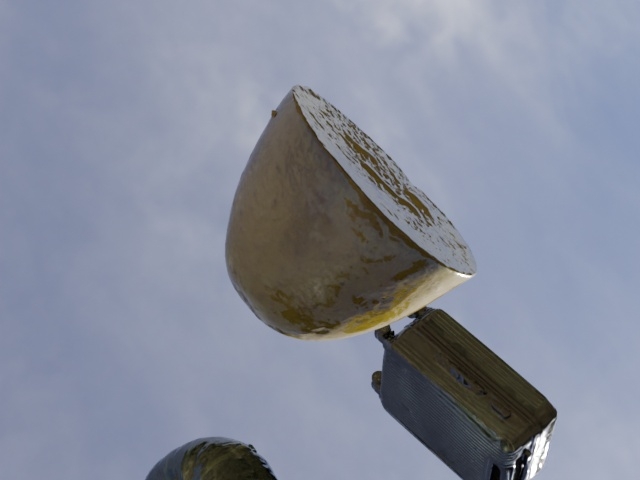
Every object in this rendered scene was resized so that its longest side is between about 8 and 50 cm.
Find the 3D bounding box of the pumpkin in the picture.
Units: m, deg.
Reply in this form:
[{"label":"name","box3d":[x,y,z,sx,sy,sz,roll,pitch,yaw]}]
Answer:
[{"label":"pumpkin","box3d":[-0.142,0.359,1.551,0.152,0.212,0.211,38,-156,-58]}]

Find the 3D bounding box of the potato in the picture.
[{"label":"potato","box3d":[0.000,0.000,0.935,0.203,0.158,0.178,40,-164,-37]}]

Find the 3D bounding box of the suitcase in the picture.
[{"label":"suitcase","box3d":[0.217,0.247,1.841,0.128,0.202,0.312,-33,-123,-25]}]
